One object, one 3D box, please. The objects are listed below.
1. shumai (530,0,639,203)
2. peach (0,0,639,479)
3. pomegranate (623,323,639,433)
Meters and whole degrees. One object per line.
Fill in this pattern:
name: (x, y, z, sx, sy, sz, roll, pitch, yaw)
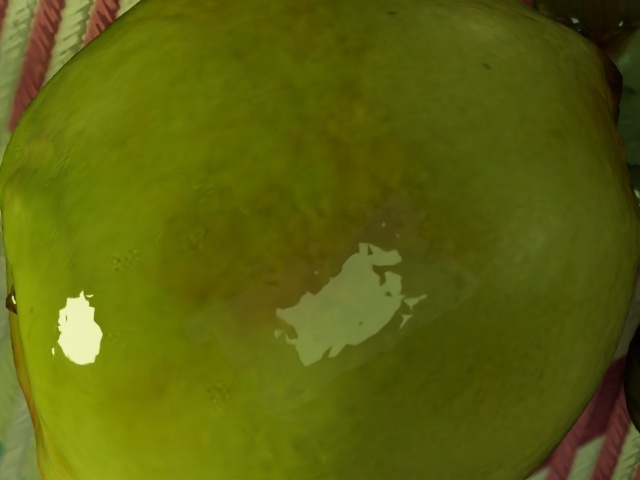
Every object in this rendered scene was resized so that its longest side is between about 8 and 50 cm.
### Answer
shumai: (0.250, -0.132, 0.817, 0.260, 0.222, 0.225, -30, 134, -27)
peach: (-0.006, 0.006, 0.733, 0.315, 0.281, 0.314, 0, 87, 0)
pomegranate: (0.258, 0.094, 0.883, 0.148, 0.169, 0.148, -15, 152, -8)
